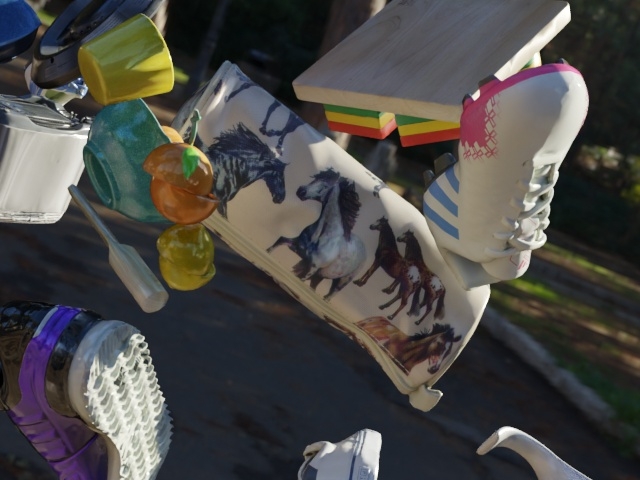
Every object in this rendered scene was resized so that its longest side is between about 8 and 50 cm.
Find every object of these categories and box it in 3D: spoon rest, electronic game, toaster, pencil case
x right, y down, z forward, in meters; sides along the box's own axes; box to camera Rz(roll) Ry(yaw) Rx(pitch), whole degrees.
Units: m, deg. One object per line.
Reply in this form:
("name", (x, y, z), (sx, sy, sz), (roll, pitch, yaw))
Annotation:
("spoon rest", (0.370, 0.393, 1.828), (0.276, 0.137, 0.084), (45, 34, 9))
("electronic game", (-0.263, -0.268, 1.434), (0.048, 0.229, 0.229), (49, -9, -28))
("toaster", (-0.390, -0.108, 1.517), (0.129, 0.146, 0.227), (30, 15, 28))
("pencil case", (0.000, 0.000, 1.275), (0.410, 0.183, 0.160), (39, -23, -7))

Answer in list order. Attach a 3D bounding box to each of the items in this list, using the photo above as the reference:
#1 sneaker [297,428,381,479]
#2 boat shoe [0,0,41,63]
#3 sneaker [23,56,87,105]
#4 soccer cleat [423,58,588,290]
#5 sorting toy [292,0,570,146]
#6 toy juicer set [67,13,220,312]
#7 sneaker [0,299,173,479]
("sneaker", (0.022, 0.268, 1.413), (0.091, 0.094, 0.258), (10, -8, 3))
("boat shoe", (-0.431, -0.198, 1.314), (0.258, 0.089, 0.109), (-15, 69, -35))
("sneaker", (-0.328, -0.243, 1.624), (0.080, 0.081, 0.211), (9, -32, -43))
("soccer cleat", (0.178, -0.047, 1.085), (0.116, 0.143, 0.331), (-13, -15, -10))
("sorting toy", (0.146, -0.210, 1.481), (0.255, 0.089, 0.257), (14, 44, 39))
("toy juicer set", (-0.149, -0.043, 1.088), (0.209, 0.089, 0.329), (58, -25, 13))
("sneaker", (-0.223, 0.148, 1.050), (0.146, 0.102, 0.293), (18, -40, 15))
